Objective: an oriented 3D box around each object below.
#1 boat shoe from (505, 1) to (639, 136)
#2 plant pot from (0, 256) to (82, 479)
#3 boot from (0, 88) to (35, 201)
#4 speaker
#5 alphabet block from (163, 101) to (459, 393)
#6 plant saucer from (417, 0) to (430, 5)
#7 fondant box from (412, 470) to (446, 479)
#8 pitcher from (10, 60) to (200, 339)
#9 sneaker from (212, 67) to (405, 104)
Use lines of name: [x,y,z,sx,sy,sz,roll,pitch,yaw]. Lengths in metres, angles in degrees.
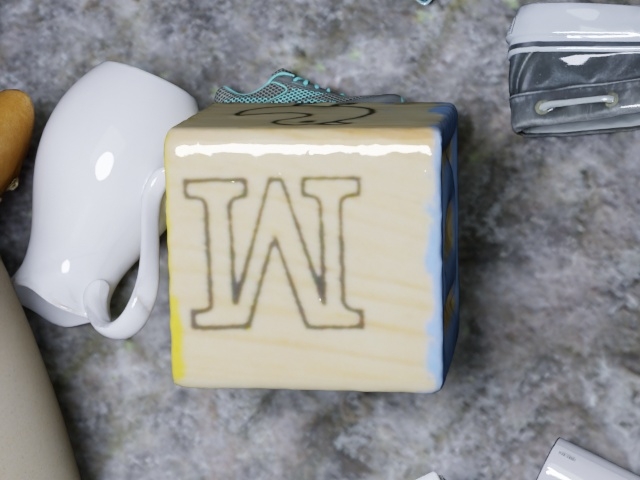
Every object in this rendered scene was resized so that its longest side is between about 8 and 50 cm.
boat shoe: [0.308,-0.116,1.471,0.335,0.121,0.119,3,85,20]
plant pot: [-0.285,0.186,1.420,0.256,0.256,0.274,-30,94,0]
boot: [-0.283,-0.052,1.422,0.104,0.295,0.211,43,56,-7]
speaker: [0.230,0.201,1.427,0.136,0.055,0.055,26,82,12]
alphabet block: [0.000,0.000,1.413,0.197,0.192,0.193,0,99,7]
plant saucer: [0.124,-0.282,1.575,0.067,0.018,0.192,39,86,15]
fondant box: [-0.009,0.349,1.406,0.330,0.096,0.238,-26,75,3]
pitcher: [-0.157,-0.028,1.485,0.178,0.125,0.207,15,80,48]
sneaker: [-0.014,-0.107,1.533,0.166,0.065,0.076,-10,71,4]
